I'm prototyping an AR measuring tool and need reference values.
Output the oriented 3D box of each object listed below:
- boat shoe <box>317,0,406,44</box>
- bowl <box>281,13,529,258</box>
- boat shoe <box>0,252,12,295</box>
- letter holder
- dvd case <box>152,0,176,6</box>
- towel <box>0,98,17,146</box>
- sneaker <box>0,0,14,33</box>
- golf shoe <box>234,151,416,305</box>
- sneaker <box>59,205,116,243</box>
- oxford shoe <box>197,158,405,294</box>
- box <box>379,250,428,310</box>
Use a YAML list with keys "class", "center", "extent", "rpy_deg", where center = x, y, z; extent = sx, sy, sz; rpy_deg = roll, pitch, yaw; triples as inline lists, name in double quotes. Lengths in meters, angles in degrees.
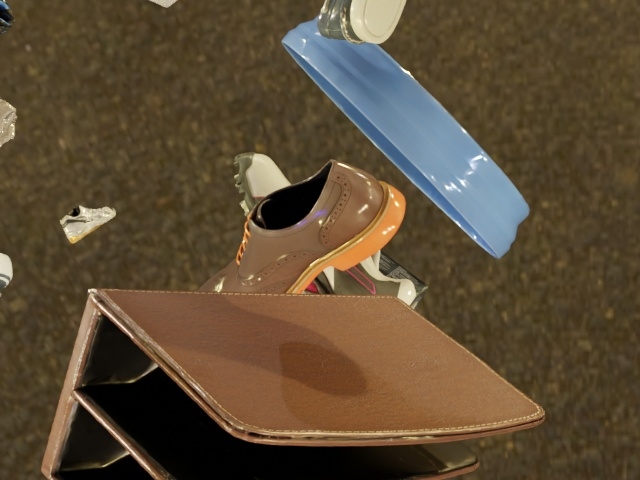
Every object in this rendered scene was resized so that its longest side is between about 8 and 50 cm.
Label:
- class: "boat shoe"
  center: [0.071, -0.327, 1.652]
  extent: [0.079, 0.095, 0.254]
  rpy_deg: [8, 71, 38]
- class: "bowl"
  center: [0.113, -0.140, 1.891]
  extent: [0.077, 0.391, 0.391]
  rpy_deg: [-45, 57, 2]
- class: "boat shoe"
  center: [-0.278, 0.070, 0.999]
  extent: [0.183, 0.065, 0.083]
  rpy_deg: [-21, 68, 22]
- class: "letter holder"
  center: [-0.011, 0.149, 1.104]
  extent: [0.302, 0.152, 0.214]
  rpy_deg: [3, 22, -41]
- class: "dvd case"
  center: [-0.147, -0.248, 0.977]
  extent: [0.179, 0.238, 0.029]
  rpy_deg: [-31, 51, 43]
- class: "towel"
  center: [-0.527, -0.154, 1.824]
  extent: [0.282, 0.049, 0.187]
  rpy_deg: [32, 66, 12]
- class: "sneaker"
  center: [-0.486, -0.292, 2.142]
  extent: [0.121, 0.217, 0.079]
  rpy_deg: [-6, 68, 9]
- class: "golf shoe"
  center: [0.000, 0.000, 1.626]
  extent: [0.120, 0.105, 0.273]
  rpy_deg: [-32, 63, 2]
- class: "sneaker"
  center: [-0.274, -0.029, 1.767]
  extent: [0.032, 0.037, 0.083]
  rpy_deg: [-32, 4, 34]
- class: "oxford shoe"
  center: [-0.046, 0.003, 1.456]
  extent: [0.271, 0.098, 0.097]
  rpy_deg: [-35, 34, 31]
- class: "box"
  center: [0.016, 0.069, 1.824]
  extent: [0.180, 0.147, 0.077]
  rpy_deg: [36, 36, 16]
